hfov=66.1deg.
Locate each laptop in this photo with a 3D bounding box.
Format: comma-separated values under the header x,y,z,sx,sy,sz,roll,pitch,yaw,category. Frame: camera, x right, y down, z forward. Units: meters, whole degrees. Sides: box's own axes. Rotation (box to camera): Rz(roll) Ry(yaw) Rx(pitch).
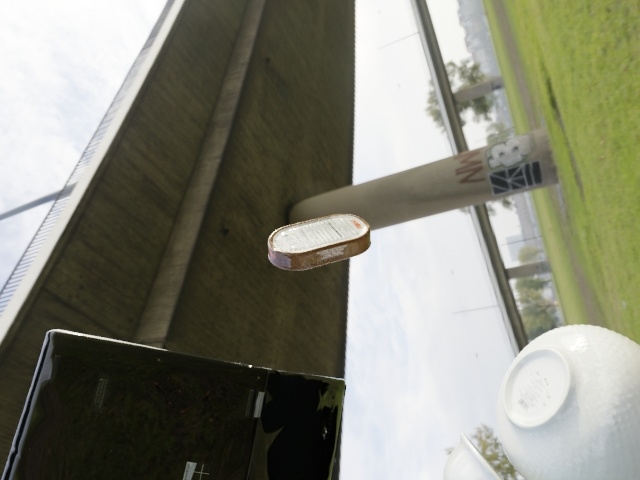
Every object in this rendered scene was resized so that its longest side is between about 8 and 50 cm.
x,y,z,sx,sy,sz,roll,pitch,yaw,category
-0.167,0.349,0.647,0.236,0.407,0.382,125,156,-74,laptop

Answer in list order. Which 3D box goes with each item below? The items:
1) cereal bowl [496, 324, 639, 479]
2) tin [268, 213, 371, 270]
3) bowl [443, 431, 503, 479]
x,y,z,sx,sy,sz,roll,pitch,yaw,category
0.456,0.304,0.928,0.141,0.339,0.339,31,-141,-13,cereal bowl
0.000,0.000,0.864,0.106,0.189,0.040,-127,29,-49,tin
0.340,0.549,0.980,0.298,0.134,0.298,49,178,2,bowl
